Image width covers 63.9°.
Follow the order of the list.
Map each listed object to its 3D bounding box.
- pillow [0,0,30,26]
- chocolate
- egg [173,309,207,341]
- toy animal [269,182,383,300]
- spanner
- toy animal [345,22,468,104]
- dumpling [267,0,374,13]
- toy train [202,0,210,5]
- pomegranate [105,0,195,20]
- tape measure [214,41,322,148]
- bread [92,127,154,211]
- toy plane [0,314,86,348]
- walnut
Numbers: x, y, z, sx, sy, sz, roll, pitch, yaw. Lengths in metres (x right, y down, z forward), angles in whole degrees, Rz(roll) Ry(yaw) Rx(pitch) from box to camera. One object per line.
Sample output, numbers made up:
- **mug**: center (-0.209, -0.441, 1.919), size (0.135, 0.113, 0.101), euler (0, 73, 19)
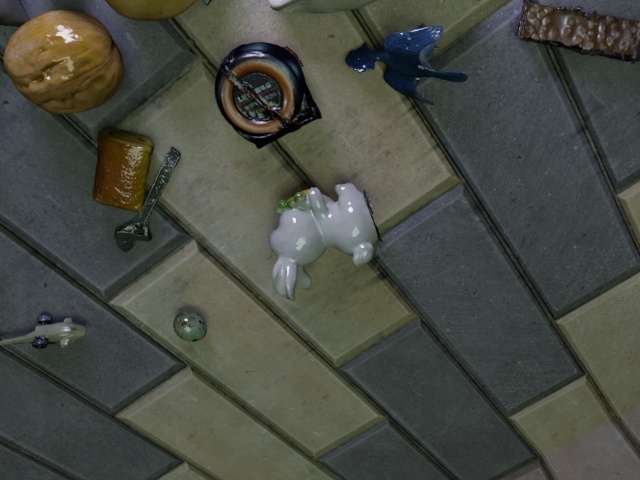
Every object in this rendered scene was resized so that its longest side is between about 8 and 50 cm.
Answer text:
- **pillow**: center (-0.645, -0.540, 0.900), size (0.101, 0.228, 0.326), euler (22, 118, 20)
- **chocolate**: center (0.608, -0.485, 1.202), size (0.329, 0.065, 0.102), euler (5, 101, -12)
- **egg**: center (-0.376, 0.249, 1.486), size (0.085, 0.085, 0.110), euler (-29, 135, 9)
- **toy animal**: center (-0.002, -0.006, 1.320), size (0.310, 0.183, 0.247), euler (-22, 88, 2)
- **spanner**: center (-0.435, -0.097, 1.304), size (0.093, 0.026, 0.325), euler (25, 113, -20)
- **toy animal**: center (0.195, -0.393, 1.149), size (0.176, 0.255, 0.239), euler (-49, 159, -6)
- **dumpling**: center (0.047, -0.592, 1.003), size (0.341, 0.181, 0.260), euler (-5, 103, 33)
- **toy train**: center (-0.197, -0.590, 1.025), size (0.051, 0.052, 0.234), euler (25, 115, -18)
- **pomegranate**: center (-0.321, -0.527, 0.949), size (0.233, 0.233, 0.233), euler (-4, 121, -6)
- **tape measure**: center (-0.127, -0.330, 1.148), size (0.202, 0.135, 0.223), euler (-23, 120, 18)
- **bread**: center (-0.464, -0.165, 1.209), size (0.132, 0.103, 0.172), euler (14, 117, -6)
- **toy plane**: center (-0.804, 0.276, 1.445), size (0.286, 0.092, 0.108), euler (-7, 147, -6)
- **walnut**: center (-0.518, -0.358, 1.042), size (0.222, 0.195, 0.195), euler (-18, 122, 11)
